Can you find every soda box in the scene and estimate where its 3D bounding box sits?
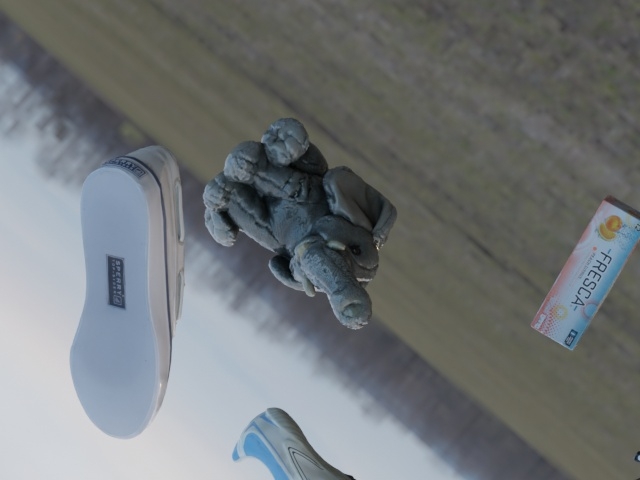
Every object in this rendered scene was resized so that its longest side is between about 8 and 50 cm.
[{"bbox_3d":[0.327,0.038,2.108,0.063,0.183,0.058,31,-165,9],"label":"soda box"}]

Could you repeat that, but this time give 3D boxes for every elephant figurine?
[{"bbox_3d":[0.000,0.000,1.850,0.239,0.186,0.169,42,149,15],"label":"elephant figurine"}]

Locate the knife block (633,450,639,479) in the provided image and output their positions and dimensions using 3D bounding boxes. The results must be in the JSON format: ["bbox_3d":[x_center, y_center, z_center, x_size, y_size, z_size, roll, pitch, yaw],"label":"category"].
[{"bbox_3d":[0.481,0.274,1.926,0.275,0.242,0.088,20,-162,28],"label":"knife block"}]

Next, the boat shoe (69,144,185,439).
[{"bbox_3d":[-0.148,0.045,1.459,0.095,0.258,0.084,21,-150,21],"label":"boat shoe"}]

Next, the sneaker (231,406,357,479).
[{"bbox_3d":[0.002,0.286,1.904,0.237,0.086,0.085,45,-173,-1],"label":"sneaker"}]
